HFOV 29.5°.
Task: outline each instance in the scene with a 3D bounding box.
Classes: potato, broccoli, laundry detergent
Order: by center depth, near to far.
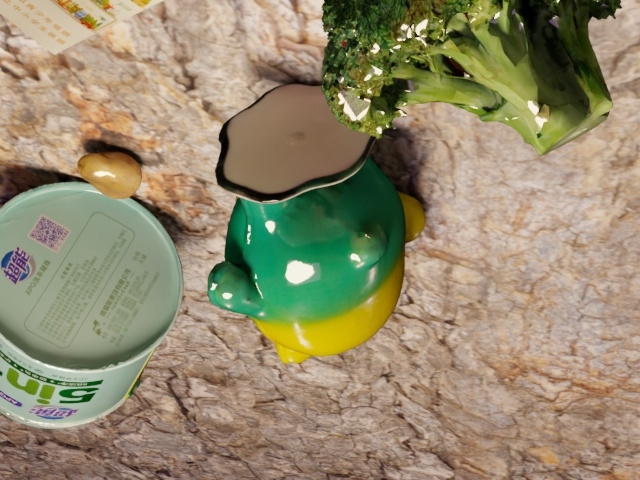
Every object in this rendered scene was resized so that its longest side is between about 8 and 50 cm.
[{"bbox_3d":[0.135,-0.196,1.055,0.275,0.308,0.308,54,147,8],"label":"broccoli"},{"bbox_3d":[-0.280,-0.089,1.617,0.083,0.062,0.068,9,128,-40],"label":"potato"},{"bbox_3d":[-0.370,0.109,1.762,0.287,0.287,0.305,20,148,-11],"label":"laundry detergent"}]

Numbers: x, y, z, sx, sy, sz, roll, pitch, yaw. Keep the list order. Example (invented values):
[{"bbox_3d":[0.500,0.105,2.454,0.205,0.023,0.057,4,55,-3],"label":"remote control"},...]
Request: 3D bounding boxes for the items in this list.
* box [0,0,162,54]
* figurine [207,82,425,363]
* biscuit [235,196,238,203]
[{"bbox_3d":[-0.268,-0.278,1.325,0.220,0.032,0.122,-14,139,41],"label":"box"},{"bbox_3d":[0.000,0.000,1.463,0.231,0.324,0.340,35,154,35],"label":"figurine"},{"bbox_3d":[-0.011,-0.015,1.657,0.236,0.040,0.144,34,137,-27],"label":"biscuit"}]
